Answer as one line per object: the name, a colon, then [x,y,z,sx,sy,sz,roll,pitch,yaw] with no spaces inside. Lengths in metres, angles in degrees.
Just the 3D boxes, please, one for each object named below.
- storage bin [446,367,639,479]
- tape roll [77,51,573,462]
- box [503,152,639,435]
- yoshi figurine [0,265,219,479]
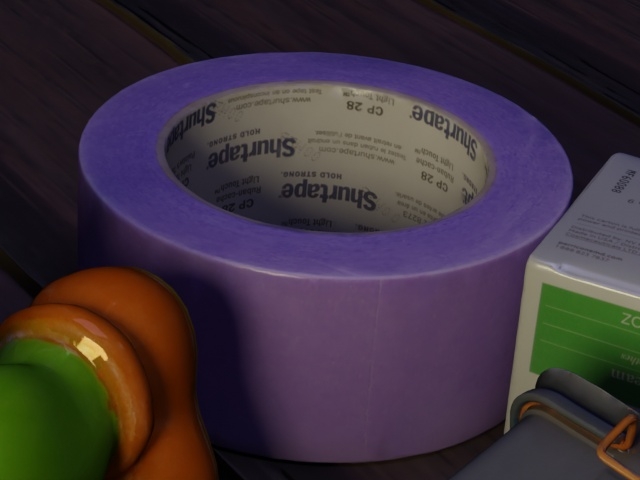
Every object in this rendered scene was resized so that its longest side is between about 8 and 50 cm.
storage bin: [0.079,0.109,0.558,0.091,0.098,0.135,-29,42,-29]
tape roll: [0.000,0.000,0.743,0.189,0.080,0.189,4,29,-2]
box: [0.131,0.035,0.689,0.101,0.087,0.102,17,33,21]
yoshi figurine: [-0.170,0.112,0.486,0.203,0.203,0.362,54,25,3]
